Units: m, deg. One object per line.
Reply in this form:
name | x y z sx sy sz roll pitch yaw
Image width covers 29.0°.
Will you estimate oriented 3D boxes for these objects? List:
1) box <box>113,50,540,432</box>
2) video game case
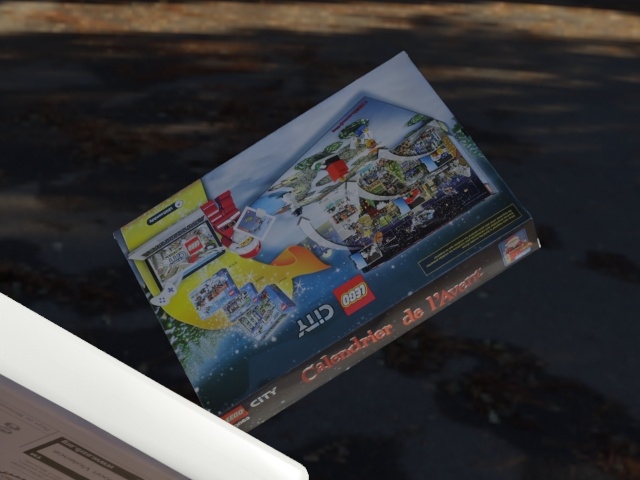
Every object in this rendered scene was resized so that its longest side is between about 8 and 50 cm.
box | 0.000 0.000 0.801 0.233 0.044 0.159 -32 60 0
video game case | -0.150 0.051 0.396 0.227 0.026 0.206 34 -36 -25
